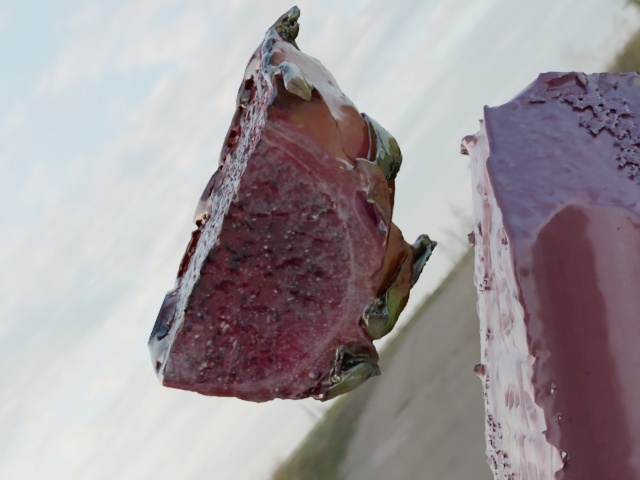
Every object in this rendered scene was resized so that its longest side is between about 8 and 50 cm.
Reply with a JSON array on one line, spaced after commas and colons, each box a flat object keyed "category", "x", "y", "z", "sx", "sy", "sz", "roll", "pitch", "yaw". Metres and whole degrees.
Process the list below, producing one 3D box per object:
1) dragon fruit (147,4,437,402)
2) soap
[{"category": "dragon fruit", "x": 0.000, "y": 0.000, "z": 0.506, "sx": 0.102, "sy": 0.096, "sz": 0.147, "roll": -85, "pitch": 16, "yaw": -68}, {"category": "soap", "x": 0.141, "y": 0.062, "z": 0.674, "sx": 0.112, "sy": 0.289, "sz": 0.182, "roll": -5, "pitch": -14, "yaw": 0}]
